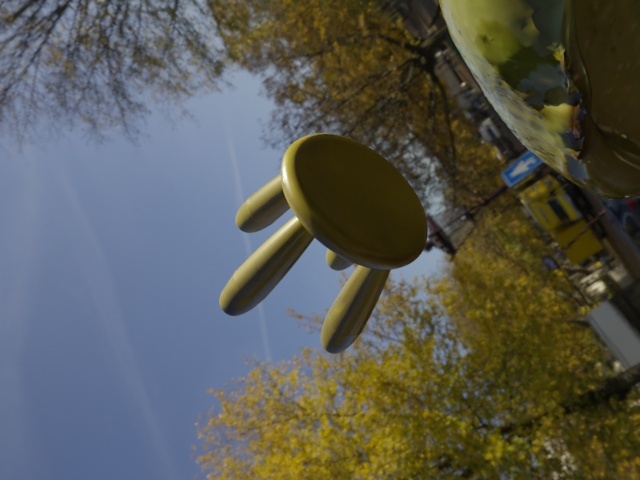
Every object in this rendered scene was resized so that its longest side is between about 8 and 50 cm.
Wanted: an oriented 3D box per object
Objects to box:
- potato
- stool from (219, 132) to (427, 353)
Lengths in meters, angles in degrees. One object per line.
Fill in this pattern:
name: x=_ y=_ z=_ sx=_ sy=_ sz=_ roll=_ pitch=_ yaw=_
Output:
potato: x=0.163 y=-0.213 z=0.418 sx=0.280 sy=0.330 sz=0.213 roll=3 pitch=-155 yaw=-42
stool: x=0.000 y=0.000 z=0.470 sx=0.135 sy=0.110 sz=0.134 roll=-21 pitch=-113 yaw=-46
